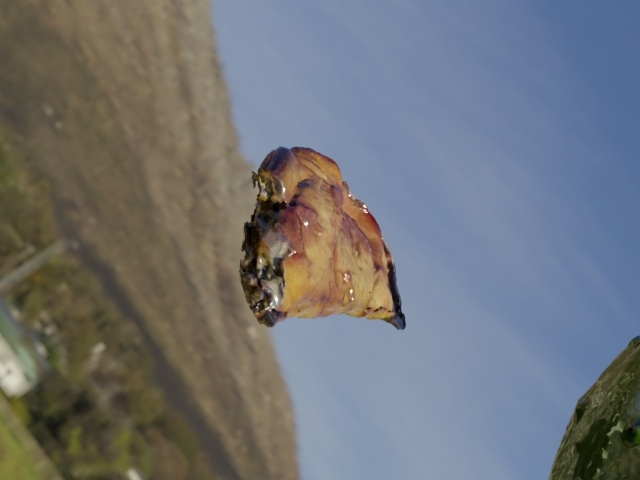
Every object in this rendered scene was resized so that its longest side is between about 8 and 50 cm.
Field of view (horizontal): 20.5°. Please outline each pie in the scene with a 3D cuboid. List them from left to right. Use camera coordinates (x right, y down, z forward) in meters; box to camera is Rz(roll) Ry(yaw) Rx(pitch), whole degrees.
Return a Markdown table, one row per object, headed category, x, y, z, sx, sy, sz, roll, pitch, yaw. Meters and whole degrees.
| category | x | y | z | sx | sy | sz | roll | pitch | yaw |
| --- | --- | --- | --- | --- | --- | --- | --- | --- | --- |
| pie | 0.000 | 0.000 | 0.810 | 0.170 | 0.034 | 0.092 | 0 | 75 | -68 |

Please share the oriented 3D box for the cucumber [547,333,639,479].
| category | x | y | z | sx | sy | sz | roll | pitch | yaw |
| --- | --- | --- | --- | --- | --- | --- | --- | --- | --- |
| cucumber | 0.159 | 0.123 | 0.812 | 0.134 | 0.244 | 0.134 | 16 | -19 | 6 |
